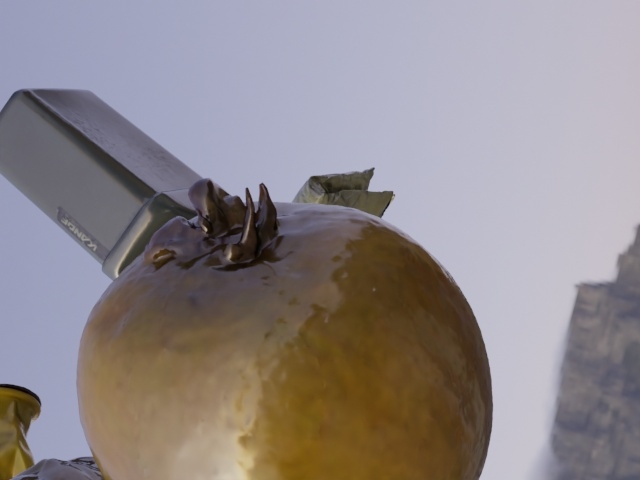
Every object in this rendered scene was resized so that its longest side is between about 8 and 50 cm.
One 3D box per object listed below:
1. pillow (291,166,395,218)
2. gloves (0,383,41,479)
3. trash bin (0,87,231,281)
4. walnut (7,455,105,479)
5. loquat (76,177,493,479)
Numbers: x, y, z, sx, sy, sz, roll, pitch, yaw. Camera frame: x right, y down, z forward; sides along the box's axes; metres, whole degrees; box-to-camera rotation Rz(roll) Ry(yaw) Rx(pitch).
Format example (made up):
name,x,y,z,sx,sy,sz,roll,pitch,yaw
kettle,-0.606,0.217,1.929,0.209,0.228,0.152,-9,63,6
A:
name,x,y,z,sx,sy,sz,roll,pitch,yaw
pillow,0.000,0.000,1.360,0.134,0.078,0.181,0,-54,-49
gloves,-0.447,0.352,1.605,0.133,0.116,0.294,117,154,-49
trash bin,-0.195,-0.049,1.156,0.101,0.236,0.177,-53,-9,17
walnut,-0.120,0.190,0.593,0.140,0.140,0.162,5,-103,-68
loquat,-0.013,0.054,0.428,0.137,0.163,0.163,-40,-37,-27
